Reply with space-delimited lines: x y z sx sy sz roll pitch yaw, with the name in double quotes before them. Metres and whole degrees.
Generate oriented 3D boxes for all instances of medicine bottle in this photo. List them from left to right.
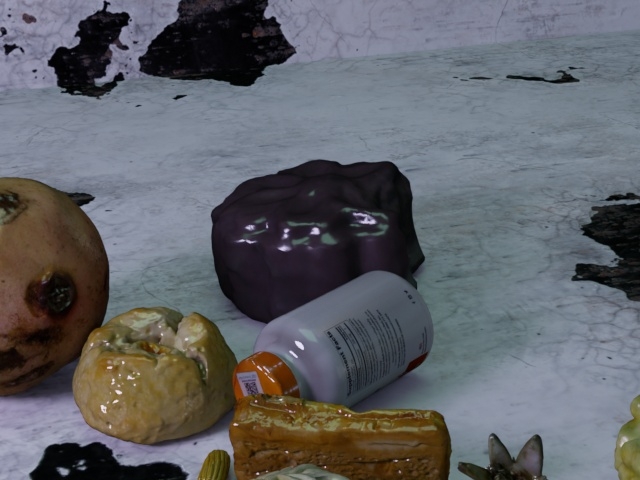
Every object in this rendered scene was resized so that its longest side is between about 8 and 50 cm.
"medicine bottle" 0.014 0.156 1.705 0.157 0.157 0.289 19 31 38

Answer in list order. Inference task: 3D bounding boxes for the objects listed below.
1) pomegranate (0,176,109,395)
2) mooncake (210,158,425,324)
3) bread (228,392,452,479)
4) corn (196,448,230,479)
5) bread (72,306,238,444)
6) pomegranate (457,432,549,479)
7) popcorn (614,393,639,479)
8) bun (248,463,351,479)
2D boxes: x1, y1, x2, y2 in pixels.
"pomegranate" -0.453 0.064 1.748 0.322 0.322 0.322 -1 23 0
"mooncake" 0.000 0.000 2.025 0.350 0.212 0.381 -8 22 0
"bread" 0.024 0.250 1.515 0.271 0.139 0.077 2 33 12
"corn" -0.134 0.293 1.548 0.037 0.037 0.092 2 20 6
"bread" -0.227 0.173 1.706 0.244 0.134 0.244 1 26 -1
"pomegranate" 0.201 0.307 1.273 0.181 0.224 0.181 -2 32 1
"popcorn" 0.458 0.259 1.425 0.235 0.181 0.217 -12 27 -13
"bun" -0.048 0.323 1.347 0.229 0.145 0.229 -1 27 1
